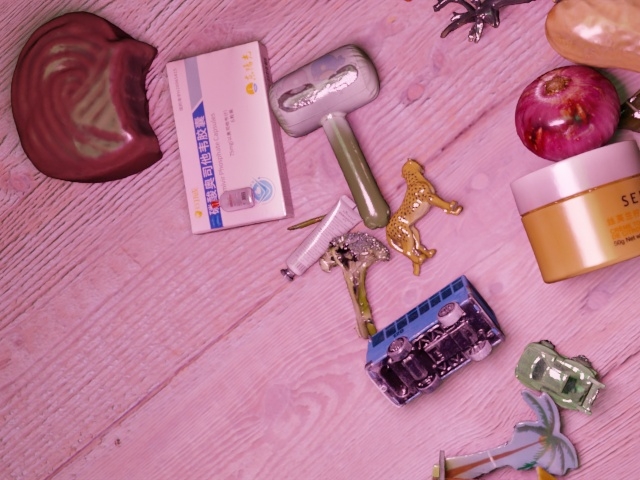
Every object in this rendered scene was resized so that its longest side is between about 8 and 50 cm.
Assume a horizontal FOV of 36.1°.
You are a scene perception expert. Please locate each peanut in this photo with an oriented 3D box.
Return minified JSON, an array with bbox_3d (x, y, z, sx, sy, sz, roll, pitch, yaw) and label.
[{"bbox_3d":[0.538,-0.353,1.643,0.318,0.147,0.148,13,93,15],"label":"peanut"}]

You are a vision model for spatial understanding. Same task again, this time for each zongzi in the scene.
[{"bbox_3d":[0.549,-0.193,1.684,0.119,0.055,0.109,-39,80,25],"label":"zongzi"}]

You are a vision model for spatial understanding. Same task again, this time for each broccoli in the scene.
[{"bbox_3d":[0.072,0.081,1.811,0.122,0.118,0.204,-10,104,-13],"label":"broccoli"}]

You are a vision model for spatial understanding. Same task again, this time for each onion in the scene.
[{"bbox_3d":[0.420,-0.213,1.667,0.153,0.177,0.177,31,100,-24],"label":"onion"}]

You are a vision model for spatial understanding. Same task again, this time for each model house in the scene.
[{"bbox_3d":[0.342,0.453,1.607,0.323,0.300,0.340,4,106,5],"label":"model house"}]

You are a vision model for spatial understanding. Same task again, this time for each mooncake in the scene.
[{"bbox_3d":[-0.452,-0.267,1.933,0.333,0.174,0.326,28,95,17],"label":"mooncake"}]

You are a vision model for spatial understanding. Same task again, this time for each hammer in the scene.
[{"bbox_3d":[0.050,-0.177,1.806,0.206,0.119,0.336,-24,85,16],"label":"hammer"}]

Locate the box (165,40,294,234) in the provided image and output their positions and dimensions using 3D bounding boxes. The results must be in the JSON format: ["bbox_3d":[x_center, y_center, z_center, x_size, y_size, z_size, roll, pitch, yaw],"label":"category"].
[{"bbox_3d":[-0.176,-0.195,1.898,0.200,0.065,0.343,-10,87,17],"label":"box"}]

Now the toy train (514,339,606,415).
[{"bbox_3d":[0.414,0.237,1.703,0.149,0.081,0.099,27,98,15],"label":"toy train"}]

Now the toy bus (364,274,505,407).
[{"bbox_3d":[0.196,0.178,1.742,0.234,0.133,0.116,-35,110,14],"label":"toy bus"}]

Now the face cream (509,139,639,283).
[{"bbox_3d":[0.445,-0.044,1.624,0.218,0.218,0.179,-20,85,16],"label":"face cream"}]

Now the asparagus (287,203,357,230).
[{"bbox_3d":[0.012,-0.046,1.865,0.166,0.016,0.013,-19,121,15],"label":"asparagus"}]

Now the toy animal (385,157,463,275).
[{"bbox_3d":[0.169,-0.041,1.796,0.136,0.073,0.181,36,112,23],"label":"toy animal"}]

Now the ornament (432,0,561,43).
[{"bbox_3d":[0.304,-0.453,1.737,0.236,0.080,0.202,-23,50,30],"label":"ornament"}]

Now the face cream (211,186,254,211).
[{"bbox_3d":[-0.166,-0.075,1.848,0.083,0.021,0.040,-10,88,16],"label":"face cream"}]

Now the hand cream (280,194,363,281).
[{"bbox_3d":[0.000,0.000,1.855,0.067,0.042,0.194,42,100,-15],"label":"hand cream"}]
